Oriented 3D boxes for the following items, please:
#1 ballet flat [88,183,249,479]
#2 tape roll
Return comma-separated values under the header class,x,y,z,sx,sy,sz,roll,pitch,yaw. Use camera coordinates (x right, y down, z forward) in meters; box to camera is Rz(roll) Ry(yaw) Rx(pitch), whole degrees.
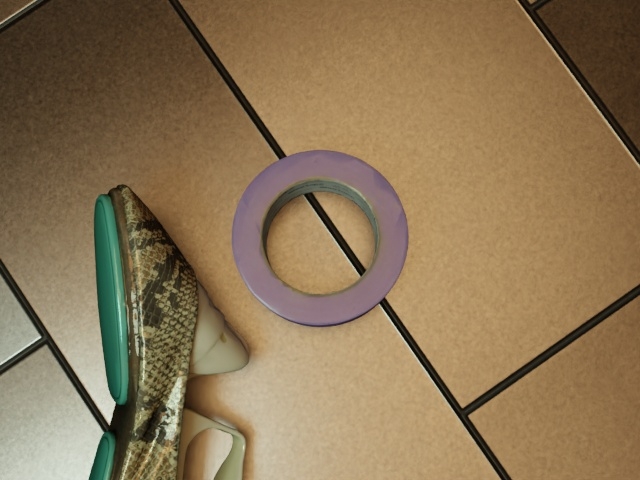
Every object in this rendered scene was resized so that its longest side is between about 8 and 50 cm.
class,x,y,z,sx,sy,sz,roll,pitch,yaw
ballet flat,-0.165,0.188,1.110,0.182,0.164,0.483,5,89,-20
tape roll,0.000,0.000,1.150,0.189,0.080,0.189,0,83,0
